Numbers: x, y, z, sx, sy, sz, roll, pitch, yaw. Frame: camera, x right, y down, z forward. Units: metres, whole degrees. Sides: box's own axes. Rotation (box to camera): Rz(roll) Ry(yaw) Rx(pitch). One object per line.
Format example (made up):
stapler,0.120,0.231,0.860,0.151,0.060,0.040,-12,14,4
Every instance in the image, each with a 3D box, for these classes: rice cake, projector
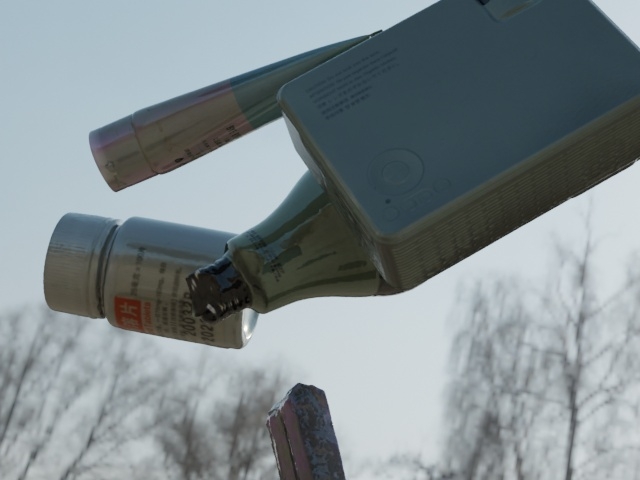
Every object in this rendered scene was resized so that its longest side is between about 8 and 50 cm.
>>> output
rice cake,0.006,0.298,1.280,0.050,0.298,0.106,-7,-20,-21
projector,0.119,-0.097,1.001,0.257,0.192,0.099,-30,-33,-6

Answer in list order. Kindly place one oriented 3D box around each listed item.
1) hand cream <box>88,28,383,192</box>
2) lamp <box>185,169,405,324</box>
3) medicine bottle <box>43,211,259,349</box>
hand cream,-0.077,-0.139,1.252,0.312,0.070,0.111,-23,-13,4
lamp,0.000,-0.019,1.370,0.314,0.182,0.182,-8,-15,-18
medicine bottle,-0.199,0.044,1.528,0.252,0.144,0.144,12,-21,7
